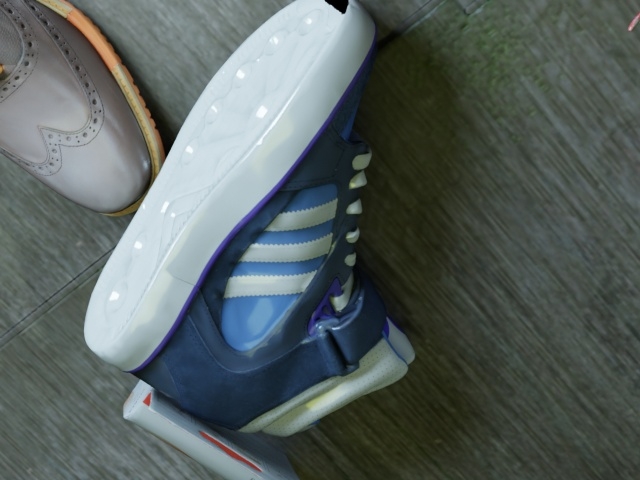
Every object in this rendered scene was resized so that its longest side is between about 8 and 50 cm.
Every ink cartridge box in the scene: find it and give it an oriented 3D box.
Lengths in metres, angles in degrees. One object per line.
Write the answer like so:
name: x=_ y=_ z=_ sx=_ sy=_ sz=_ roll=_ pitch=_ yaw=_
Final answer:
ink cartridge box: x=-0.084 y=0.166 z=1.022 sx=0.145 sy=0.179 sz=0.045 roll=33 pitch=91 yaw=-8

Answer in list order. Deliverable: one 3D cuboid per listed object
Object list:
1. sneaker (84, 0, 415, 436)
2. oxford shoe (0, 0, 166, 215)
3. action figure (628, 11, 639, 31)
sneaker: x=0.000 y=0.001 z=0.970 sx=0.236 sy=0.130 sz=0.323 roll=29 pitch=101 yaw=-31
oxford shoe: x=-0.261 y=-0.137 z=0.915 sx=0.363 sy=0.133 sz=0.130 roll=44 pitch=115 yaw=-14
action figure: x=0.137 y=-0.196 z=0.750 sx=0.280 sy=0.139 sz=0.092 roll=12 pitch=130 yaw=34
